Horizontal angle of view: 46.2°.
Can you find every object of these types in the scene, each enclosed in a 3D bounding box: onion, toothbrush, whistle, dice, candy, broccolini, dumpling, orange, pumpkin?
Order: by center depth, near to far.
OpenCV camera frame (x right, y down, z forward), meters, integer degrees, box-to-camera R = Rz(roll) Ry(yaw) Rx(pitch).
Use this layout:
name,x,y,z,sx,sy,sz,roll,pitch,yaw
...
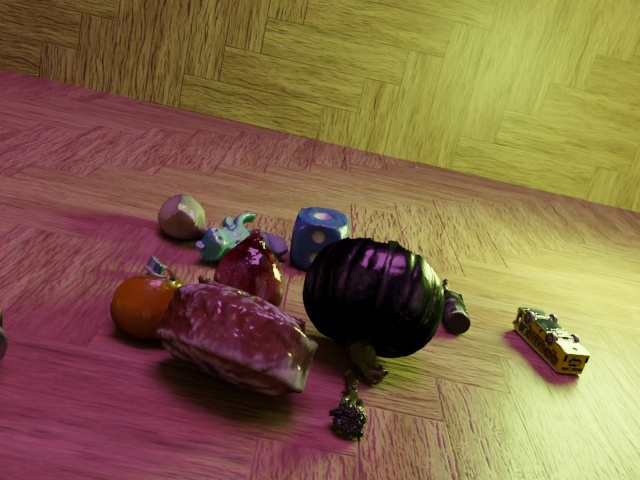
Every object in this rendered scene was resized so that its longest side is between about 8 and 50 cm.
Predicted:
name,x,y,z,sx,sy,sz,roll,pitch,yaw
candy,-0.144,0.168,1.301,0.289,0.157,0.214,15,-15,24
broccolini,0.046,0.285,1.348,0.067,0.058,0.216,53,6,-11
orange,-0.321,0.119,1.432,0.156,0.134,0.156,24,17,-8
pumpkin,0.095,0.145,1.508,0.295,0.296,0.296,12,19,-4
toothbrush,-0.267,0.134,1.586,0.040,0.040,0.386,-5,30,-43
onion,-0.148,0.068,1.597,0.159,0.195,0.159,11,9,-2
whistle,-0.196,0.013,1.889,0.273,0.093,0.186,0,49,-42
dice,0.000,0.000,1.968,0.143,0.146,0.146,13,19,4
dumpling,-0.347,-0.051,1.968,0.155,0.111,0.181,41,20,-16

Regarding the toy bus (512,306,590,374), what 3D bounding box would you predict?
name,x,y,z,sx,sy,sz,roll,pitch,yaw
toy bus,0.546,0.231,1.778,0.081,0.074,0.226,5,20,-19

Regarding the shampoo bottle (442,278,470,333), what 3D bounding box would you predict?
name,x,y,z,sx,sy,sz,roll,pitch,yaw
shampoo bottle,0.323,0.159,1.852,0.057,0.064,0.208,22,17,-9

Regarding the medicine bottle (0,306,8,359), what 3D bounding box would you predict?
name,x,y,z,sx,sy,sz,roll,pitch,yaw
medicine bottle,-0.582,0.132,1.227,0.094,0.119,0.188,-4,25,-41

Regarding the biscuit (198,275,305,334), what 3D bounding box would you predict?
name,x,y,z,sx,sy,sz,roll,pitch,yaw
biscuit,-0.131,0.150,1.418,0.231,0.139,0.016,23,51,19
